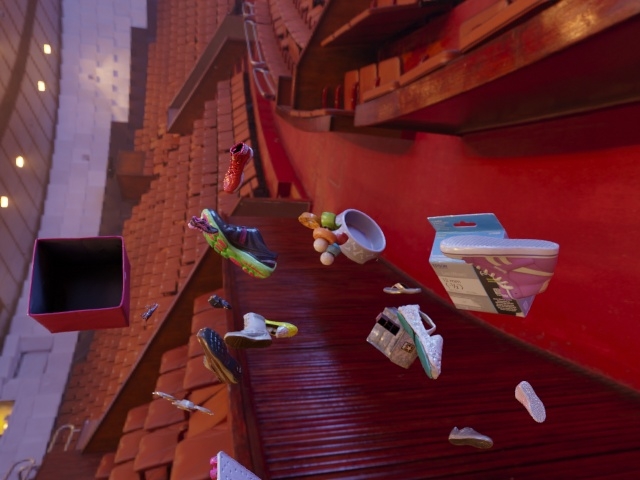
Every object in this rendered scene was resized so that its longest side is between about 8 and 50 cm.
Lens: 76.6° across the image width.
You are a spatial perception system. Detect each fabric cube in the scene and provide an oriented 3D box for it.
[{"bbox_3d":[-0.789,0.155,1.368,0.258,0.260,0.253,124,139,-59],"label":"fabric cube"}]

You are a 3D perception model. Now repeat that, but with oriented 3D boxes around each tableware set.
[{"bbox_3d":[-0.404,0.484,1.194,0.168,0.141,0.020,61,-140,-49],"label":"tableware set"}]

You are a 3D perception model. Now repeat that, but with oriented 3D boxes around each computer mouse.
[{"bbox_3d":[-0.393,0.247,1.568,0.071,0.041,0.242,52,158,-13],"label":"computer mouse"}]

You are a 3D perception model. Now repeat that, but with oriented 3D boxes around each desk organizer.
[{"bbox_3d":[0.353,0.437,2.105,0.047,0.130,0.050,-53,3,14],"label":"desk organizer"}]

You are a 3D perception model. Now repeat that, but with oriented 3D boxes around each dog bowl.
[{"bbox_3d":[0.219,-0.031,2.276,0.102,0.349,0.348,-46,39,35],"label":"dog bowl"}]

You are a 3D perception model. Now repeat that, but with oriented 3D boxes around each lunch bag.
[{"bbox_3d":[0.450,0.558,2.317,0.287,0.169,0.235,35,101,29],"label":"lunch bag"}]

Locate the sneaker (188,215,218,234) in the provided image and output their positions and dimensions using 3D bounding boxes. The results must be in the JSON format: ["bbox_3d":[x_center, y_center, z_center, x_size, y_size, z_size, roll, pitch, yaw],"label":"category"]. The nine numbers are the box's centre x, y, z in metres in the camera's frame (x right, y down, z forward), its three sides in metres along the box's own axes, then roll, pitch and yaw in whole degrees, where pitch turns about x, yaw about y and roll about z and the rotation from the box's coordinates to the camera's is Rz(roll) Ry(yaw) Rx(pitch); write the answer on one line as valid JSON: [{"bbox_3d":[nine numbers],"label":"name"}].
[{"bbox_3d":[-0.459,-0.062,1.603,0.047,0.120,0.057,-99,30,-68],"label":"sneaker"}]

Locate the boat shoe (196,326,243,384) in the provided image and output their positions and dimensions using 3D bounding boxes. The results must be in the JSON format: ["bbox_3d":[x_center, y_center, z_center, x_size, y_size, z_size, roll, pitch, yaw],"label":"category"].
[{"bbox_3d":[-0.495,0.563,1.913,0.323,0.120,0.122,62,-165,-17],"label":"boat shoe"}]

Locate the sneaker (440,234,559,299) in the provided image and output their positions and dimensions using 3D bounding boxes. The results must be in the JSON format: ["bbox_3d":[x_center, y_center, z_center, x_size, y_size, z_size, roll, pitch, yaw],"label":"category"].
[{"bbox_3d":[0.439,0.076,1.020,0.102,0.283,0.160,-64,-22,-69],"label":"sneaker"}]

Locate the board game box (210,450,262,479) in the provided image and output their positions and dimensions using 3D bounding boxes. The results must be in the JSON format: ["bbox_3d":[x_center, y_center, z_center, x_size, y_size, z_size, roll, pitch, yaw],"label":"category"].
[{"bbox_3d":[-0.263,0.990,1.385,0.389,0.051,0.389,-108,-9,-52],"label":"board game box"}]

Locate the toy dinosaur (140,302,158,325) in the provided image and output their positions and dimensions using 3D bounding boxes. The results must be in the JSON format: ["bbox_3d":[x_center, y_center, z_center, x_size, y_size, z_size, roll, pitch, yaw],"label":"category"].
[{"bbox_3d":[-0.756,0.317,1.798,0.047,0.082,0.090,20,127,47],"label":"toy dinosaur"}]

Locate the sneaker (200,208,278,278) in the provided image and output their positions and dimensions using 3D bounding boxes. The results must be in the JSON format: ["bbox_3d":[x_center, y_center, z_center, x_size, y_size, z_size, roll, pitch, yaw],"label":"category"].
[{"bbox_3d":[-0.428,0.000,2.138,0.185,0.483,0.202,-27,25,52],"label":"sneaker"}]

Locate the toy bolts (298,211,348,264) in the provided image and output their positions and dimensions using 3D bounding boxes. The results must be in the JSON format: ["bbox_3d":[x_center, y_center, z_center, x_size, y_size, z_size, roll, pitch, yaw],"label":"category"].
[{"bbox_3d":[0.000,0.000,1.745,0.228,0.219,0.158,50,-123,-49],"label":"toy bolts"}]

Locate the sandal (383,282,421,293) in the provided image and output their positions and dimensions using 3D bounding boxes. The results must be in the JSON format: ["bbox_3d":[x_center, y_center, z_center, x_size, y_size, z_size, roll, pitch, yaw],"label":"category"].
[{"bbox_3d":[0.381,0.221,1.882,0.180,0.072,0.048,-5,89,37],"label":"sandal"}]

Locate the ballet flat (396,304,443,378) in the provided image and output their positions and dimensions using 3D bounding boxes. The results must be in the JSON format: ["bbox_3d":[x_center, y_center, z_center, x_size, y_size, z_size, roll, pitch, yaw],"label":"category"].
[{"bbox_3d":[0.474,0.431,1.839,0.408,0.147,0.146,-111,27,-54],"label":"ballet flat"}]

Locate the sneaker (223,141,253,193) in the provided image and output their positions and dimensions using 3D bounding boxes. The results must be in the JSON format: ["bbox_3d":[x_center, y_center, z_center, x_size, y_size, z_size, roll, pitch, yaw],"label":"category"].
[{"bbox_3d":[-0.364,-0.309,1.684,0.128,0.087,0.220,43,-115,-76],"label":"sneaker"}]

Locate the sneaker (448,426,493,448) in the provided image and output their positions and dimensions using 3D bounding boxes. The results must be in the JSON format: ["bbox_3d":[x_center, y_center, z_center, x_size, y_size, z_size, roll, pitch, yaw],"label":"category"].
[{"bbox_3d":[0.617,0.799,1.663,0.189,0.066,0.071,-20,23,44],"label":"sneaker"}]

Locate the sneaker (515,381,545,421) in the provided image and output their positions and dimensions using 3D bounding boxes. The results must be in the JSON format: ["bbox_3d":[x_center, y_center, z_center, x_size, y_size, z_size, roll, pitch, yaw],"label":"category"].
[{"bbox_3d":[0.728,0.564,1.411,0.070,0.051,0.134,89,165,-60],"label":"sneaker"}]

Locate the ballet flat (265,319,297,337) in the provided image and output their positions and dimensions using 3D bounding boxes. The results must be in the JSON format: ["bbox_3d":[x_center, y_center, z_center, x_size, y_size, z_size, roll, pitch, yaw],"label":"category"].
[{"bbox_3d":[-0.223,0.424,1.923,0.077,0.231,0.077,-90,17,-73],"label":"ballet flat"}]

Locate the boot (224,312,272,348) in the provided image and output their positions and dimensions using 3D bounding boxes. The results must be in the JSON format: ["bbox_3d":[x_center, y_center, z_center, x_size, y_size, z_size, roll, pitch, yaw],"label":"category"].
[{"bbox_3d":[-0.329,0.393,1.787,0.077,0.214,0.165,-64,32,27],"label":"boot"}]

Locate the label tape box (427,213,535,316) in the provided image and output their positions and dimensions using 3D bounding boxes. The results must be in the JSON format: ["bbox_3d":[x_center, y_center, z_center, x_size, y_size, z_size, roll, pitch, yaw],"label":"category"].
[{"bbox_3d":[0.496,0.081,1.304,0.249,0.347,0.115,-1,43,53],"label":"label tape box"}]
